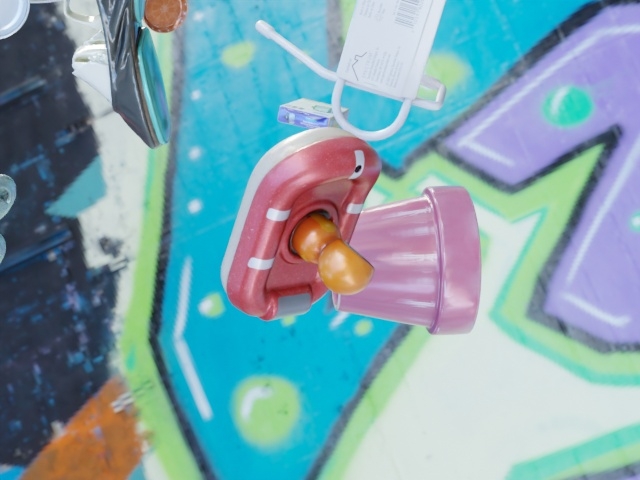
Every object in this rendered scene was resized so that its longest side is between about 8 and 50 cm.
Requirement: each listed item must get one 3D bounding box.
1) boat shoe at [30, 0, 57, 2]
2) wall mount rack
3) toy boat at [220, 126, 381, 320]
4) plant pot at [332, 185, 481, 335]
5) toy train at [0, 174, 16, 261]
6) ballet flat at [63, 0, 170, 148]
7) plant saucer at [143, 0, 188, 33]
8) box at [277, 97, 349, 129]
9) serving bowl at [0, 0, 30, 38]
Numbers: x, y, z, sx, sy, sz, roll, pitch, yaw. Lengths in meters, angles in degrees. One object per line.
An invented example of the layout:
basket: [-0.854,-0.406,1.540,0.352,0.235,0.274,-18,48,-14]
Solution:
boat shoe: [-0.440,-0.349,1.311,0.094,0.302,0.109,-88,11,-55]
wall mount rack: [0.060,-0.330,1.503,0.130,0.304,0.350,-70,-2,-57]
toy boat: [0.000,0.000,1.130,0.151,0.231,0.151,-8,-142,-43]
plant pot: [0.107,0.028,1.433,0.201,0.180,0.202,179,90,-85]
toy train: [-0.519,0.012,1.391,0.142,0.334,0.190,34,-149,21]
ballet flat: [-0.226,-0.231,1.167,0.095,0.096,0.281,-85,-6,-59]
plant saucer: [-0.269,-0.398,1.836,0.013,0.083,0.083,47,171,49]
box: [-0.012,-0.193,1.647,0.136,0.081,0.028,-41,-36,-67]
serving bowl: [-0.361,-0.263,1.175,0.083,0.083,0.027,64,178,-11]
